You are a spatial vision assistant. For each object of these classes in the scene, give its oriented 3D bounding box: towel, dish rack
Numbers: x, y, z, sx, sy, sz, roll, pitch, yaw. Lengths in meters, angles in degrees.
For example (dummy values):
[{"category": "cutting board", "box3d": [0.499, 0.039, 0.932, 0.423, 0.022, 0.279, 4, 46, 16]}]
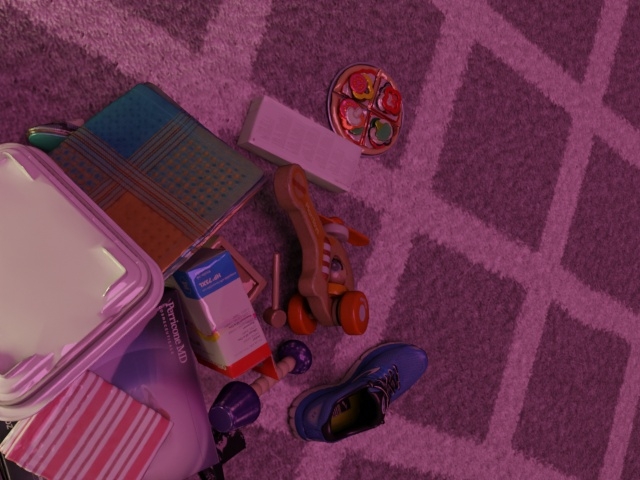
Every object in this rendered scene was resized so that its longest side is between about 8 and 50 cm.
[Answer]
[{"category": "towel", "box3d": [-0.298, -0.053, 0.959, 0.271, 0.040, 0.370, 39, 67, 8]}, {"category": "dish rack", "box3d": [-0.406, 0.032, 0.847, 0.333, 0.072, 0.285, 43, 67, 8]}, {"category": "towel", "box3d": [-0.314, 0.270, 0.891, 0.197, 0.029, 0.144, 42, 70, -29]}]

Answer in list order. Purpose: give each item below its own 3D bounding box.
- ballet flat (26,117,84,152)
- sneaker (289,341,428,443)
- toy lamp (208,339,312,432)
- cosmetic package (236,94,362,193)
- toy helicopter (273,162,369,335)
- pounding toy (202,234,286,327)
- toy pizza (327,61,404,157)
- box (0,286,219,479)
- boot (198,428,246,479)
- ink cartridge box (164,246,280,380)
[{"category": "ballet flat", "box3d": [-0.374, -0.162, 1.047, 0.188, 0.070, 0.070, 17, 82, -34]}, {"category": "sneaker", "box3d": [0.105, 0.316, 1.302, 0.330, 0.147, 0.130, -27, 105, -30]}, {"category": "toy lamp", "box3d": [-0.102, 0.251, 1.133, 0.274, 0.080, 0.080, -31, 110, -63]}, {"category": "cosmetic package", "box3d": [-0.037, -0.181, 1.254, 0.239, 0.060, 0.099, 24, 76, -30]}, {"category": "toy helicopter", "box3d": [0.000, 0.000, 1.220, 0.235, 0.140, 0.355, -66, 143, -45]}, {"category": "pounding toy", "box3d": [-0.154, 0.085, 1.165, 0.206, 0.094, 0.181, 49, 66, -26]}, {"category": "toy pizza", "box3d": [0.103, -0.276, 1.359, 0.201, 0.032, 0.201, -1, 91, -33]}, {"category": "box", "box3d": [-0.347, 0.246, 0.993, 0.294, 0.182, 0.296, -18, 101, -33]}, {"category": "boot", "box3d": [-0.178, 0.402, 1.185, 0.099, 0.045, 0.121, -36, 111, -33]}, {"category": "ink cartridge box", "box3d": [-0.161, 0.130, 1.022, 0.078, 0.134, 0.231, -29, 107, -30]}]
